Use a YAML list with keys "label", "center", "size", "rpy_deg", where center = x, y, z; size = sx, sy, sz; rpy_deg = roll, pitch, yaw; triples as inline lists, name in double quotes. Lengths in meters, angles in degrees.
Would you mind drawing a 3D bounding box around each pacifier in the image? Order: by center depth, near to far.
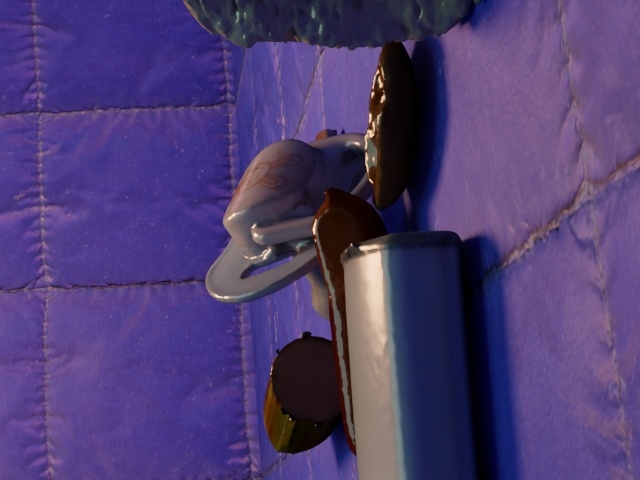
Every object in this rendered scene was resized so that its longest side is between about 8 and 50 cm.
- label: "pacifier"
  center: [0.000, 0.000, 1.488]
  size: [0.226, 0.238, 0.287]
  rpy_deg: [56, -153, -28]

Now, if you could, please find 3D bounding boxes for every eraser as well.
- label: "eraser"
  center: [0.079, 0.146, 1.123]
  size: [0.189, 0.104, 0.290]
  rpy_deg: [149, 118, -76]

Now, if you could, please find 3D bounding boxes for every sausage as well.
- label: "sausage"
  center: [0.052, 0.089, 1.305]
  size: [0.089, 0.083, 0.300]
  rpy_deg: [-3, -97, -59]
- label: "sausage"
  center: [-0.023, 0.241, 1.823]
  size: [0.317, 0.117, 0.125]
  rpy_deg: [103, 177, -67]

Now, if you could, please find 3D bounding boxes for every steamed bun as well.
- label: "steamed bun"
  center: [-0.017, -0.314, 1.077]
  size: [0.273, 0.272, 0.290]
  rpy_deg: [-113, 26, -69]

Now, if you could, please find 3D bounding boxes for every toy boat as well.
- label: "toy boat"
  center: [0.014, -0.083, 1.737]
  size: [0.096, 0.034, 0.122]
  rpy_deg: [98, 166, -77]

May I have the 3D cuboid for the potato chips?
- label: "potato chips"
  center: [0.072, -0.116, 1.262]
  size: [0.150, 0.049, 0.201]
  rpy_deg: [-95, 2, -47]
